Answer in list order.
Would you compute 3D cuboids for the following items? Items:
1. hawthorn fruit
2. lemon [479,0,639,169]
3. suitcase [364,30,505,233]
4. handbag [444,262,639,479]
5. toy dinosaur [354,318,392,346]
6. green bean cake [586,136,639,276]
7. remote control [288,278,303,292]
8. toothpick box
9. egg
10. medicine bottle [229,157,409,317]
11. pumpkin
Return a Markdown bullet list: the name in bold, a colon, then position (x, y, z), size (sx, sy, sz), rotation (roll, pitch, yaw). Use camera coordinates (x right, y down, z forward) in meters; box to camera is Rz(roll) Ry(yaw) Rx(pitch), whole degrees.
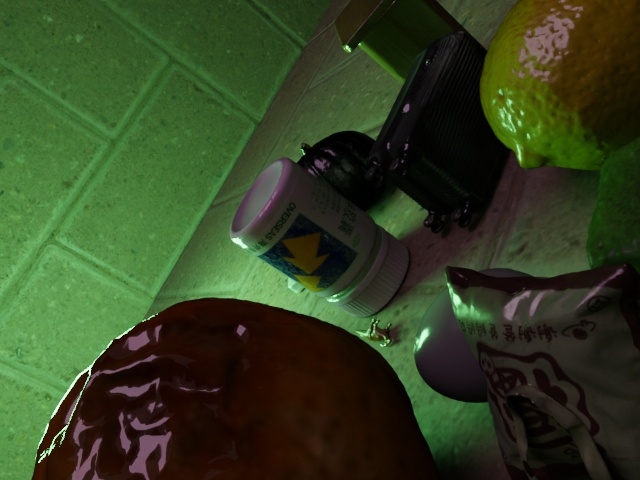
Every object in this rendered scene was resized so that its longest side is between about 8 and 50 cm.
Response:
- **hawthorn fruit**: position (-0.097, 0.286, 0.699), size (0.472, 0.472, 0.471), rotation (-45, 24, 26)
- **lemon**: position (0.338, -0.218, 0.776), size (0.267, 0.267, 0.267), rotation (-45, 24, 26)
- **suitcase**: position (0.215, -0.189, 1.044), size (0.128, 0.202, 0.312), rotation (-13, 47, 60)
- **handbag**: position (0.218, 0.128, 0.550), size (0.127, 0.235, 0.213), rotation (-23, 6, -32)
- **toy dinosaur**: position (0.090, 0.152, 1.043), size (0.113, 0.026, 0.041), rotation (14, 87, 58)
- **green bean cake**: position (0.389, -0.040, 0.575), size (0.248, 0.125, 0.222), rotation (-19, 40, 53)
- **remote control**: position (-0.037, 0.022, 1.496), size (0.103, 0.034, 0.250), rotation (-46, 24, 24)
- **toothpick box**: position (0.206, -0.378, 1.193), size (0.187, 0.308, 0.190), rotation (-46, 24, 21)
- **egg**: position (0.194, 0.115, 0.719), size (0.198, 0.146, 0.146), rotation (-50, 19, 42)
- **medicine bottle**: position (0.000, 0.000, 1.096), size (0.178, 0.291, 0.178), rotation (-45, 23, 25)
- **pumpkin**: position (0.030, -0.139, 1.362), size (0.250, 0.216, 0.250), rotation (-40, -9, -8)
